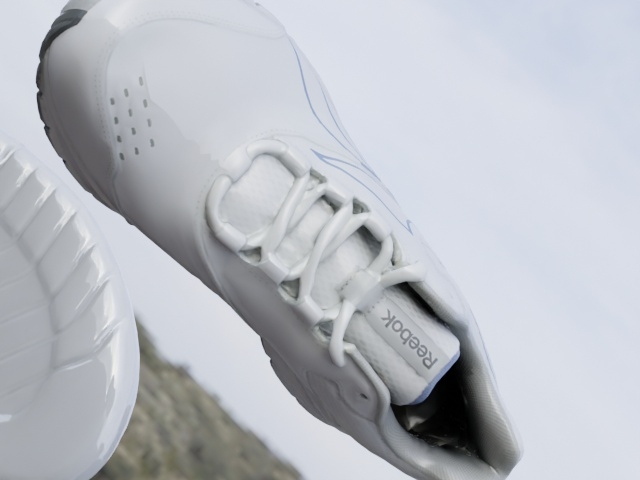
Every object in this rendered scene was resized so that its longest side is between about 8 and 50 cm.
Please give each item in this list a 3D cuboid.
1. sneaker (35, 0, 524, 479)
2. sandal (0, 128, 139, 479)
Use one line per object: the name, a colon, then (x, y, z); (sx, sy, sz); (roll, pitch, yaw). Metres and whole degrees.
sneaker: (0.000, 0.000, 0.744); (0.297, 0.111, 0.129); (47, -5, -37)
sandal: (-0.241, -0.002, 1.191); (0.416, 0.169, 0.102); (50, 1, 27)
